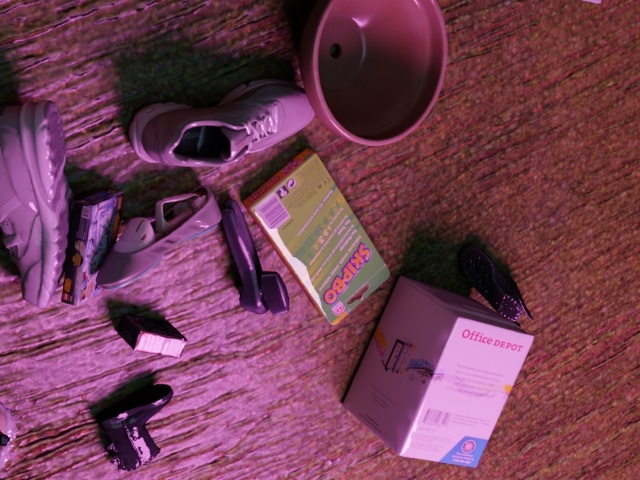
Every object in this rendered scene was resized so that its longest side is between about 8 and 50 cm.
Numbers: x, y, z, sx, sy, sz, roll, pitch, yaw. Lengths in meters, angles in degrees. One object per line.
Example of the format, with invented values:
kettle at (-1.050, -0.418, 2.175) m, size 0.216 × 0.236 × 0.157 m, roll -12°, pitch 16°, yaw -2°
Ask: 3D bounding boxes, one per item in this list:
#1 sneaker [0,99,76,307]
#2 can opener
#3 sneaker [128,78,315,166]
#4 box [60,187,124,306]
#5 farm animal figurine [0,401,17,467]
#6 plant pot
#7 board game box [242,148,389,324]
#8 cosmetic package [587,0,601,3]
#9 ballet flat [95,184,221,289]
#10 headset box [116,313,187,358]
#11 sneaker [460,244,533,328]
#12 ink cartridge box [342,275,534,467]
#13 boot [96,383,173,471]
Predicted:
sneaker at (-0.370, -0.047, 1.537) m, size 0.115 × 0.105 × 0.281 m, roll 4°, pitch 118°, yaw 3°
can opener at (-0.101, 0.025, 1.748) m, size 0.073 × 0.059 × 0.186 m, roll -18°, pitch 112°, yaw 6°
sneaker at (-0.108, -0.140, 1.626) m, size 0.262 × 0.121 × 0.099 m, roll -18°, pitch 118°, yaw -26°
box at (-0.292, 0.007, 1.599) m, size 0.094 × 0.027 × 0.137 m, roll -37°, pitch 141°, yaw -70°
farm animal figurine at (-0.565, 0.333, 1.527) m, size 0.330 × 0.172 × 0.327 m, roll 12°, pitch 92°, yaw -28°
plant pot at (0.051, -0.252, 1.675) m, size 0.237 × 0.110 × 0.237 m, roll -12°, pitch 110°, yaw -37°
board game box at (0.000, 0.000, 1.811) m, size 0.124 × 0.039 × 0.259 m, roll -41°, pitch 124°, yaw -10°
cosmetic package at (0.266, -0.501, 1.726) m, size 0.377 × 0.097 × 0.284 m, roll 2°, pitch 106°, yaw -33°
ballet flat at (-0.218, -0.012, 1.629) m, size 0.213 × 0.072 × 0.068 m, roll -34°, pitch 122°, yaw -39°
headset box at (-0.234, 0.130, 1.701) m, size 0.083 × 0.062 × 0.032 m, roll 13°, pitch 102°, yaw -37°
sneaker at (0.285, 0.075, 2.012) m, size 0.051 × 0.089 × 0.170 m, roll -36°, pitch 93°, yaw 15°
ink cartridge box at (0.181, 0.203, 1.930) m, size 0.171 × 0.168 × 0.232 m, roll 17°, pitch 101°, yaw -37°
boot at (-0.252, 0.267, 1.761) m, size 0.121 × 0.045 × 0.099 m, roll -25°, pitch 120°, yaw -13°
